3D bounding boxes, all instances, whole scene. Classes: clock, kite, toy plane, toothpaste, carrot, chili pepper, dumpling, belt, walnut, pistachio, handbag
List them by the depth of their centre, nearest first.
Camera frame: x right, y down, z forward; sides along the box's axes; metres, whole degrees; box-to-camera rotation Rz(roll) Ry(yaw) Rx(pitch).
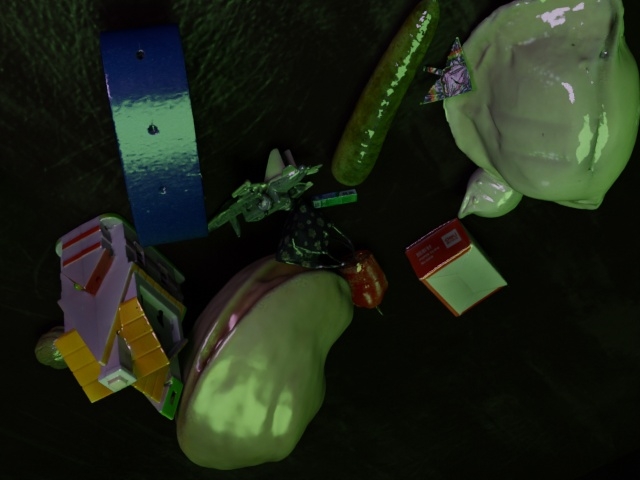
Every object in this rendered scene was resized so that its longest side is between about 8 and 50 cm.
[{"bbox_3d":[-0.238,-0.147,1.201,0.117,0.212,0.347,-11,135,-10],"label":"belt"},{"bbox_3d":[0.348,-0.217,1.331,0.315,0.233,0.395,10,133,17],"label":"dumpling"},{"bbox_3d":[0.104,-0.234,1.333,0.074,0.074,0.358,6,132,-25],"label":"carrot"},{"bbox_3d":[0.208,-0.266,1.341,0.090,0.004,0.122,27,108,13],"label":"kite"},{"bbox_3d":[-0.334,0.146,1.410,0.166,0.309,0.235,-28,137,10],"label":"clock"},{"bbox_3d":[-0.114,-0.061,1.434,0.262,0.088,0.192,-41,161,29],"label":"toy plane"},{"bbox_3d":[0.000,0.000,1.489,0.139,0.115,0.072,20,135,-10],"label":"handbag"},{"bbox_3d":[0.025,-0.076,1.516,0.083,0.017,0.020,-11,136,-9],"label":"toothpaste"},{"bbox_3d":[0.335,-0.102,1.555,0.169,0.100,0.134,-62,162,19],"label":"dumpling"},{"bbox_3d":[-0.106,0.227,1.558,0.445,0.281,0.365,-57,149,-5],"label":"pistachio"},{"bbox_3d":[-0.501,0.206,1.593,0.092,0.092,0.092,-10,138,-9],"label":"walnut"},{"bbox_3d":[0.092,0.093,1.671,0.084,0.086,0.192,-42,131,-15],"label":"chili pepper"}]

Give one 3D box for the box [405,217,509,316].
[{"bbox_3d":[0.277,0.055,1.688,0.133,0.099,0.182,-35,134,15],"label":"box"}]
